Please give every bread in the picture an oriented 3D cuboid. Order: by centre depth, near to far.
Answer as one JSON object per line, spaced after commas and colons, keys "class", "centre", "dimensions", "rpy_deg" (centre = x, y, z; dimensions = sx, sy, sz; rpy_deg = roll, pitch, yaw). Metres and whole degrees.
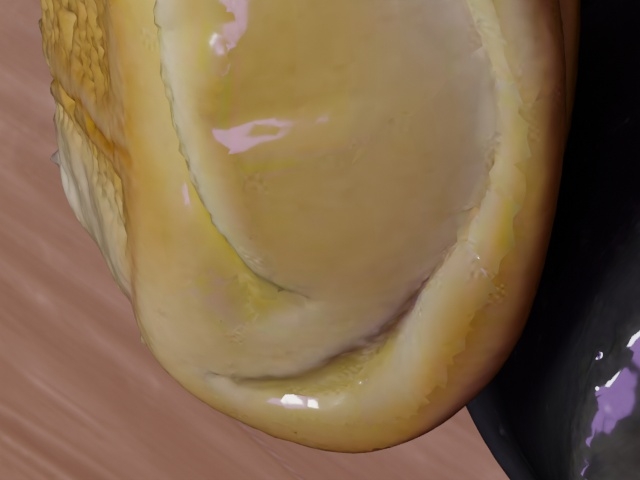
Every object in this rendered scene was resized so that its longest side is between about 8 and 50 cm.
{"class": "bread", "centre": [0.004, -0.087, 0.616], "dimensions": [0.211, 0.270, 0.315], "rpy_deg": [-14, 116, -16]}

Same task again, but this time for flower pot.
{"class": "flower pot", "centre": [0.227, 0.043, 0.647], "dimensions": [0.379, 0.251, 0.379], "rpy_deg": [3, 105, 13]}
